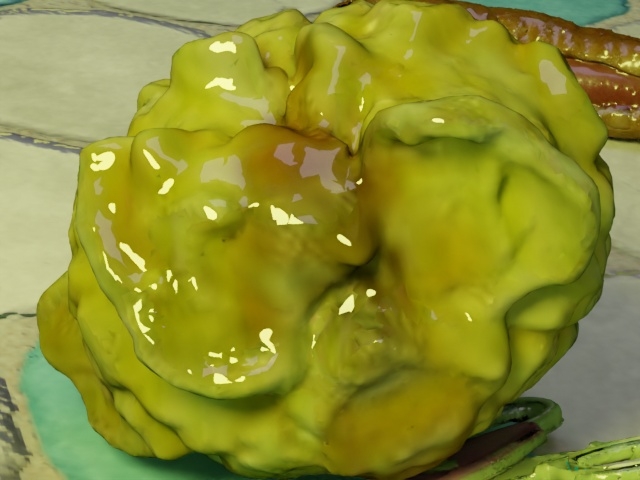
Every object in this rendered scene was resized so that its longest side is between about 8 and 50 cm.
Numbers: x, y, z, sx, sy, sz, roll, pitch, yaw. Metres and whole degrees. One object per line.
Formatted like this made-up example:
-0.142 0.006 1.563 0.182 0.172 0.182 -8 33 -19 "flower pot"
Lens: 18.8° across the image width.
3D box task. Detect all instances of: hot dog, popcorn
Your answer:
0.140 -0.109 1.207 0.289 0.068 0.083 10 18 6 "hot dog"
0.002 0.001 0.758 0.235 0.181 0.217 -17 11 -9 "popcorn"

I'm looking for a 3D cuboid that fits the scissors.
0.049 0.096 0.767 0.187 0.020 0.133 -13 9 -28 "scissors"
